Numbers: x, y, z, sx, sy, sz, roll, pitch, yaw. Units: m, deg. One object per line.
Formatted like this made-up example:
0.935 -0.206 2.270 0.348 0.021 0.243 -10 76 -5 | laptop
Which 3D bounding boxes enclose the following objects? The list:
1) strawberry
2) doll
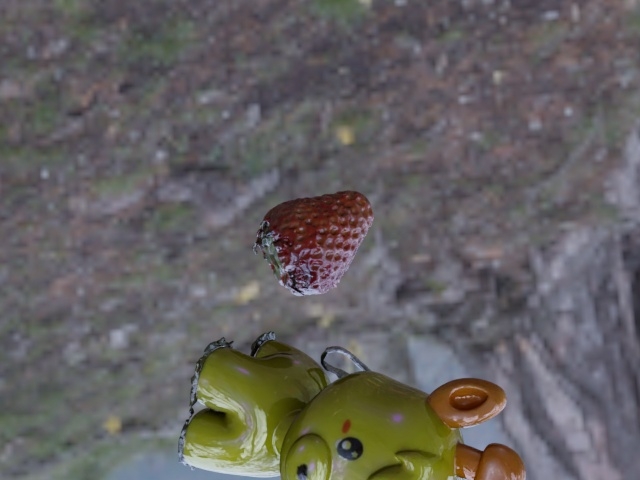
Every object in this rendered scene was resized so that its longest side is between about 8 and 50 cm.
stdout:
0.000 0.000 1.166 0.083 0.073 0.073 -23 173 -12 | strawberry
0.023 0.133 1.063 0.221 0.143 0.135 16 -173 30 | doll
